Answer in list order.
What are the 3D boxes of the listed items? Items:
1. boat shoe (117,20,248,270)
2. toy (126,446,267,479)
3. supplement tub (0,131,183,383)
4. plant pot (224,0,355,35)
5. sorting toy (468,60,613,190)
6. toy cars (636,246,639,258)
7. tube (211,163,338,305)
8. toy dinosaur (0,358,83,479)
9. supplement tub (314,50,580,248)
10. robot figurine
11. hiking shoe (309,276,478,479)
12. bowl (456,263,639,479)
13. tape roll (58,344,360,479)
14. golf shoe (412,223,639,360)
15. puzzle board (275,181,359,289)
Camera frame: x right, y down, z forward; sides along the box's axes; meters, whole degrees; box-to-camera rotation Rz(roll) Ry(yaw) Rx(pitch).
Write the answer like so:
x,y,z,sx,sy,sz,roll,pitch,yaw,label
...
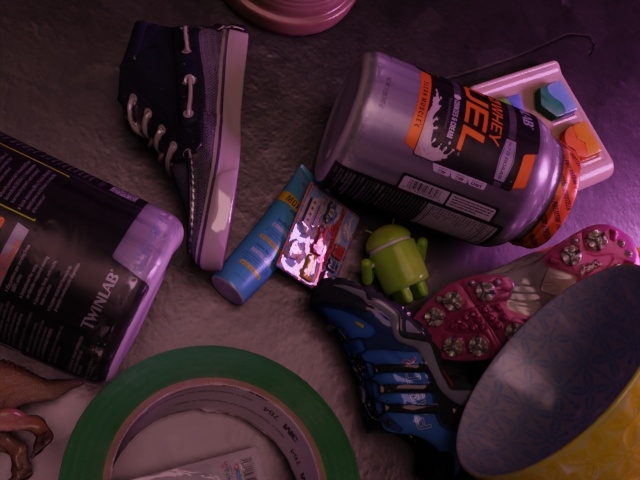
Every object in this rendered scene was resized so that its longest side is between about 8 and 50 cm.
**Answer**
x,y,z,sx,sy,sz,roll,pitch,yaw,label
-0.181,-0.127,0.926,0.158,0.127,0.341,5,65,-8,boat shoe
-0.168,0.331,0.821,0.237,0.056,0.137,-9,71,-23,toy
-0.338,-0.002,0.786,0.338,0.207,0.207,27,69,-8,supplement tub
-0.040,-0.426,1.050,0.237,0.110,0.237,4,74,-15,plant pot
0.342,-0.167,1.126,0.193,0.038,0.208,-21,81,-21,sorting toy
0.538,0.136,1.070,0.176,0.087,0.394,-37,87,-22,toy cars
-0.058,-0.006,0.960,0.080,0.052,0.207,48,62,-16,tube
-0.405,0.190,0.761,0.295,0.127,0.200,-36,80,-28,toy dinosaur
0.167,-0.109,0.974,0.316,0.193,0.194,19,70,-11,supplement tub
0.103,0.029,0.982,0.101,0.067,0.115,-21,81,-16,robot figurine
0.089,0.175,0.912,0.304,0.113,0.132,44,69,0,hiking shoe
0.299,0.183,0.778,0.156,0.289,0.289,42,68,-4,bowl
-0.116,0.272,0.787,0.321,0.077,0.321,12,51,-14,tape roll
0.270,0.079,0.985,0.306,0.140,0.115,-22,84,8,golf shoe
0.000,0.000,0.969,0.096,0.011,0.128,35,65,-32,puzzle board
